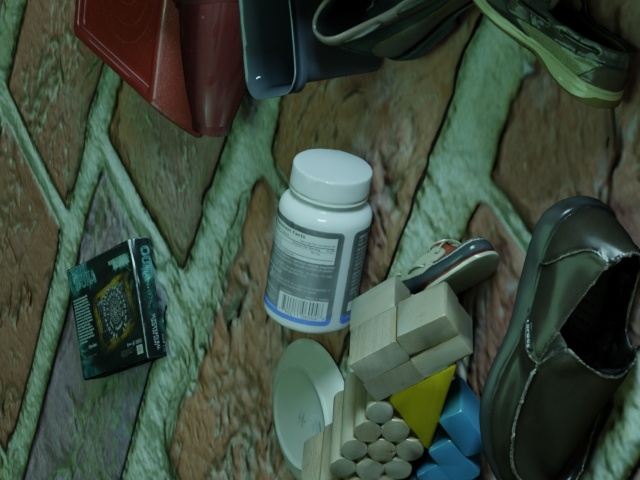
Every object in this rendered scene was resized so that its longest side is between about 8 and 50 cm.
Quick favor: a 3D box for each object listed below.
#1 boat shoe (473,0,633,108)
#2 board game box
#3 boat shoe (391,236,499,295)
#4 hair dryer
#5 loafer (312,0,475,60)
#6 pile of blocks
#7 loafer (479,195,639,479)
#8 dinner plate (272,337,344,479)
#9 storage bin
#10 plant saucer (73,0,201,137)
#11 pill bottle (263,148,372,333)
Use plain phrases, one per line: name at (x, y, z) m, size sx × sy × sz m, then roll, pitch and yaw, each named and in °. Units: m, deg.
boat shoe at (0.156, -0.149, 1.264) m, size 0.152 × 0.056 × 0.049 m, roll 47°, pitch 125°, yaw 29°
board game box at (-0.217, 0.074, 2.000) m, size 0.186 × 0.026 × 0.126 m, roll -21°, pitch 77°, yaw 60°
boat shoe at (0.090, 0.022, 1.421) m, size 0.137 × 0.049 × 0.043 m, roll 136°, pitch 125°, yaw -60°
hair dryer at (-0.122, -0.236, 1.697) m, size 0.223 × 0.080 × 0.293 m, roll -20°, pitch 86°, yaw 57°
loafer at (0.080, -0.209, 1.352) m, size 0.267 × 0.084 × 0.096 m, roll -50°, pitch 53°, yaw 52°
pile of blocks at (0.056, 0.169, 1.460) m, size 0.112 × 0.149 × 0.362 m, roll -85°, pitch 14°, yaw -55°
loafer at (0.164, 0.083, 1.261) m, size 0.078 × 0.080 × 0.220 m, roll 38°, pitch 127°, yaw 53°
dinner plate at (-0.012, 0.156, 1.660) m, size 0.141 × 0.017 × 0.141 m, roll 19°, pitch 112°, yaw 57°
storage bin at (-0.009, -0.183, 1.512) m, size 0.098 × 0.091 × 0.135 m, roll -2°, pitch 93°, yaw 61°
plant saucer at (-0.175, -0.263, 1.841) m, size 0.258 × 0.047 × 0.259 m, roll 42°, pitch 132°, yaw 50°
pill bottle at (0.000, 0.000, 1.543) m, size 0.078 × 0.078 × 0.137 m, roll 44°, pitch 132°, yaw 49°
